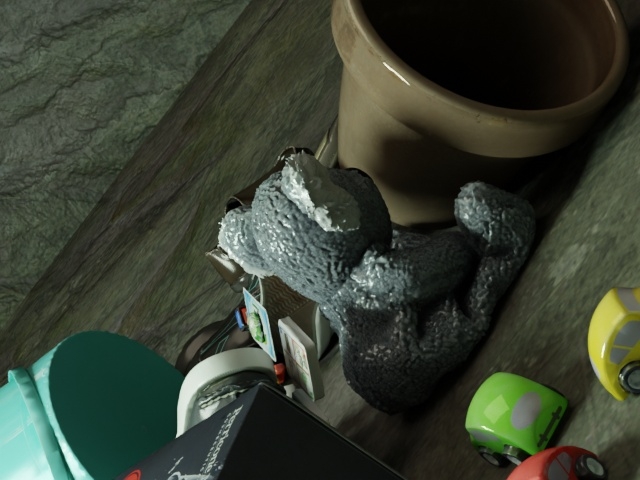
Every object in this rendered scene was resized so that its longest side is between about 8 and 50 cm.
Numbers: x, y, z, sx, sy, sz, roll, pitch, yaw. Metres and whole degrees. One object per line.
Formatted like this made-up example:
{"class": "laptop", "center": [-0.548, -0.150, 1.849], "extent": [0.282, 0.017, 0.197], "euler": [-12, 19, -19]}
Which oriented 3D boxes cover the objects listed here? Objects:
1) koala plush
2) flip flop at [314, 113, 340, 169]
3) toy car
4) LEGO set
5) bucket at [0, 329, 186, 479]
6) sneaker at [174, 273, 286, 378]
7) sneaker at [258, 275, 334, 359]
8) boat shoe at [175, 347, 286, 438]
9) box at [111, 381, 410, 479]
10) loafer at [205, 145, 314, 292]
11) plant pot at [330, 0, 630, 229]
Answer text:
{"class": "koala plush", "center": [0.030, 0.015, 1.671], "extent": [0.196, 0.221, 0.203], "euler": [-30, 28, 58]}
{"class": "flip flop", "center": [0.055, -0.075, 1.975], "extent": [0.112, 0.080, 0.277], "euler": [-60, -18, 4]}
{"class": "toy car", "center": [0.154, 0.121, 1.364], "extent": [0.239, 0.053, 0.225], "euler": [-59, 15, -17]}
{"class": "LEGO set", "center": [-0.015, 0.133, 1.702], "extent": [0.060, 0.182, 0.244], "euler": [-15, 19, -14]}
{"class": "bucket", "center": [-0.231, 0.236, 1.943], "extent": [0.183, 0.281, 0.281], "euler": [-43, 18, 27]}
{"class": "sneaker", "center": [-0.045, 0.082, 2.066], "extent": [0.267, 0.101, 0.106], "euler": [-55, 30, 6]}
{"class": "sneaker", "center": [0.000, 0.000, 1.909], "extent": [0.123, 0.106, 0.290], "euler": [-55, -11, -29]}
{"class": "boat shoe", "center": [-0.077, 0.211, 1.692], "extent": [0.302, 0.114, 0.091], "euler": [89, 164, -55]}
{"class": "box", "center": [-0.111, 0.330, 1.494], "extent": [0.312, 0.179, 0.343], "euler": [-35, 24, 50]}
{"class": "loafer", "center": [-0.074, -0.041, 2.436], "extent": [0.080, 0.078, 0.220], "euler": [-34, 25, 55]}
{"class": "plant pot", "center": [0.114, -0.132, 1.760], "extent": [0.229, 0.263, 0.263], "euler": [115, 178, -47]}
